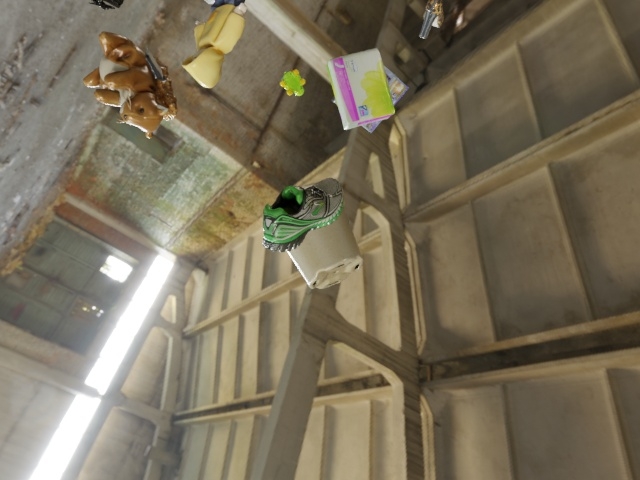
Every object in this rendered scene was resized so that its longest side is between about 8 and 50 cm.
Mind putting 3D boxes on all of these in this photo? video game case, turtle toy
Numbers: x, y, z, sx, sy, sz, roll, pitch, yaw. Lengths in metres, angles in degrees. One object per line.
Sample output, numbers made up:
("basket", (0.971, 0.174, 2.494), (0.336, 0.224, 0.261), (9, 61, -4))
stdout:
("video game case", (0.231, -0.687, 2.080), (0.269, 0.244, 0.061), (-49, -158, 17))
("turtle toy", (-0.115, -0.672, 1.905), (0.095, 0.130, 0.066), (-36, -140, 9))

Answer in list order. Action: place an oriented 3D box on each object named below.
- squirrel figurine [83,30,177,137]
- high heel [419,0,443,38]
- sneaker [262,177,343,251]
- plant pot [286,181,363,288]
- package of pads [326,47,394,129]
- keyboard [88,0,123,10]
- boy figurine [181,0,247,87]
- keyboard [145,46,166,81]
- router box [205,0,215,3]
("squirrel figurine", (-0.772, -0.648, 1.958), (0.281, 0.370, 0.397), (-41, 169, 30))
("high heel", (0.505, -1.014, 1.914), (0.186, 0.093, 0.261), (105, 11, -56))
("sneaker", (-0.039, -0.105, 1.307), (0.134, 0.146, 0.343), (20, -140, 25))
("plant pot", (0.000, 0.000, 1.668), (0.334, 0.334, 0.305), (-40, -115, 30))
("package of pads", (0.176, -0.646, 1.894), (0.229, 0.296, 0.101), (-17, -177, -9))
("keyboard", (-0.633, -0.737, 1.343), (0.100, 0.038, 0.192), (-52, -172, 12))
("boy figurine", (-0.243, -0.494, 1.029), (0.177, 0.092, 0.285), (15, -96, 41))
("keyboard", (-0.526, -0.548, 1.412), (0.023, 0.108, 0.180), (-30, -144, -2))
("router box", (-0.437, -1.077, 1.559), (0.082, 0.335, 0.301), (31, -88, 48))
